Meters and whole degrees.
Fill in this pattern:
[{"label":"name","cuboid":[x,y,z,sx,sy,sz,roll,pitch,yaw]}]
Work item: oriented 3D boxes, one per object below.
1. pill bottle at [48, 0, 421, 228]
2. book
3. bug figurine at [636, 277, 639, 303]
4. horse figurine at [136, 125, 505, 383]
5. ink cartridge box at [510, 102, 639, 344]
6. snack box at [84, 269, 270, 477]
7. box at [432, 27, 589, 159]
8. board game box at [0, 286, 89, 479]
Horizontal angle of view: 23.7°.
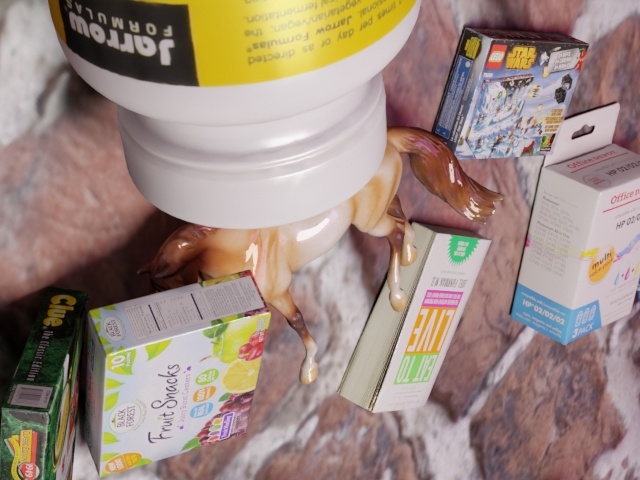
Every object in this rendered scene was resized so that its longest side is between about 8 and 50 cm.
[{"label":"pill bottle","cuboid":[-0.047,-0.178,0.720,0.188,0.188,0.334,-35,137,-32]},{"label":"book","cuboid":[0.076,0.059,1.173,0.096,0.035,0.144,6,107,-57]},{"label":"bug figurine","cuboid":[0.379,-0.019,1.457,0.279,0.072,0.216,-63,151,-6]},{"label":"horse figurine","cuboid":[0.000,0.000,1.000,0.263,0.066,0.174,-36,134,-21]},{"label":"ink cartridge box","cuboid":[0.229,-0.015,1.282,0.104,0.061,0.181,-20,127,-44]},{"label":"snack box","cuboid":[-0.089,0.081,0.912,0.100,0.037,0.141,-13,146,-19]},{"label":"box","cuboid":[0.142,-0.109,1.140,0.137,0.027,0.094,-5,119,-50]},{"label":"board game box","cuboid":[-0.165,0.172,0.879,0.136,0.030,0.260,-83,-178,-64]}]
